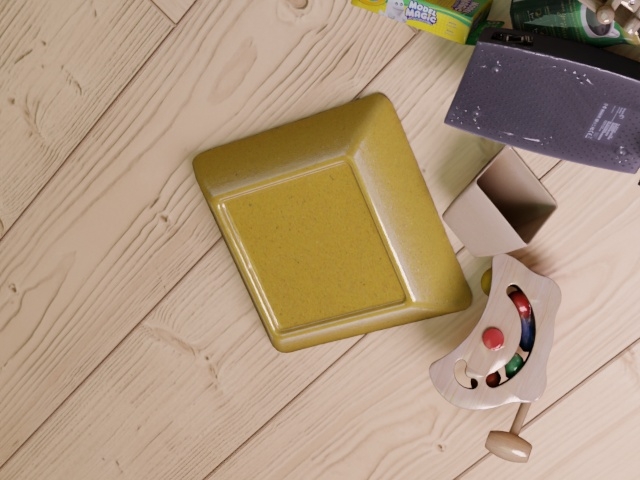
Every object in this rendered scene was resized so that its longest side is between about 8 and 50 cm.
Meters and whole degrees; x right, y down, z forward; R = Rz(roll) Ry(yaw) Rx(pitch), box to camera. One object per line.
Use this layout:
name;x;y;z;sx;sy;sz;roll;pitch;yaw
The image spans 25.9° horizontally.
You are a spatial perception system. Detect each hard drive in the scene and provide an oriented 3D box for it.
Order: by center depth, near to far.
hard drive;0.293;-0.173;1.699;0.254;0.054;0.172;14;144;-3

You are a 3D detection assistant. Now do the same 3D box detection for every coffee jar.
coffee jar;0.329;-0.272;1.684;0.184;0.079;0.096;-9;105;27

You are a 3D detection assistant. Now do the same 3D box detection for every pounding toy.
pounding toy;0.231;0.155;1.888;0.154;0.155;0.270;11;86;7

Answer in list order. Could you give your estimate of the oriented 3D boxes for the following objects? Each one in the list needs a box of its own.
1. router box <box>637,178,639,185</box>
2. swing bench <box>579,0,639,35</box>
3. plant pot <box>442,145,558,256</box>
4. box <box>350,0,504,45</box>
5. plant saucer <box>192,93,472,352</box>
router box;0.443;-0.081;1.699;0.092;0.122;0.038;27;116;9
swing bench;0.347;-0.366;1.491;0.165;0.254;0.253;42;108;17
plant pot;0.226;-0.041;1.827;0.109;0.109;0.096;50;135;-5
box;0.139;-0.297;1.738;0.179;0.105;0.043;23;123;11
plant saucer;0.000;0.000;1.951;0.332;0.081;0.333;-16;106;29
